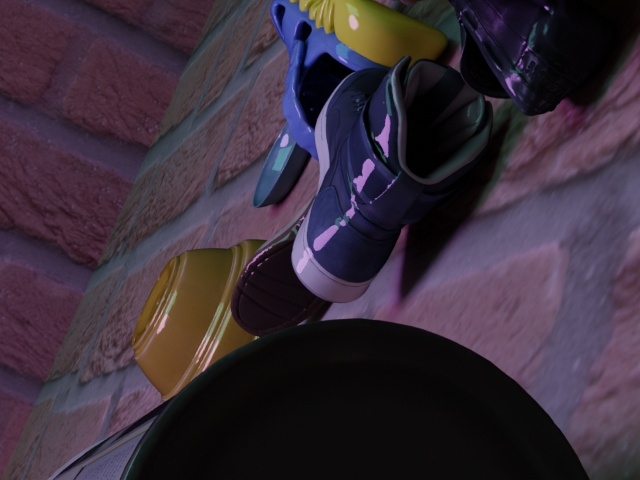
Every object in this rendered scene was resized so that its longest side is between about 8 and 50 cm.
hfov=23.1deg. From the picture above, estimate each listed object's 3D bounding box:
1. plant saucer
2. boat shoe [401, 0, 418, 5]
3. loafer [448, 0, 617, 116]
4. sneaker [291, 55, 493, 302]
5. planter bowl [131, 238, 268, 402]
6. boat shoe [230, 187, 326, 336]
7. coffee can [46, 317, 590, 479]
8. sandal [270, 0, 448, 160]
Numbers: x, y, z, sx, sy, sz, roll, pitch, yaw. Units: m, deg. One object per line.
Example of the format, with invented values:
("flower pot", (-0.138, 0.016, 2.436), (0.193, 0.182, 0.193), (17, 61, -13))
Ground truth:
("plant saucer", (-0.034, -0.083, 1.612), (0.119, 0.021, 0.119), (-58, 14, 23))
("boat shoe", (0.069, -0.181, 0.896), (0.110, 0.121, 0.341), (-38, 14, 7))
("loafer", (0.113, -0.130, 0.975), (0.078, 0.076, 0.223), (-55, 18, 9))
("sneaker", (0.058, -0.082, 1.084), (0.163, 0.086, 0.226), (-55, 16, 40))
("planter bowl", (-0.121, 0.077, 1.501), (0.217, 0.090, 0.217), (-60, 13, 24))
("boat shoe", (0.000, 0.000, 1.244), (0.190, 0.068, 0.072), (-47, 7, 27))
("coffee can", (-0.026, 0.160, 0.691), (0.275, 0.201, 0.201), (-36, 31, 65))
("sandal", (0.008, -0.149, 1.356), (0.317, 0.126, 0.138), (-120, 52, -77))
